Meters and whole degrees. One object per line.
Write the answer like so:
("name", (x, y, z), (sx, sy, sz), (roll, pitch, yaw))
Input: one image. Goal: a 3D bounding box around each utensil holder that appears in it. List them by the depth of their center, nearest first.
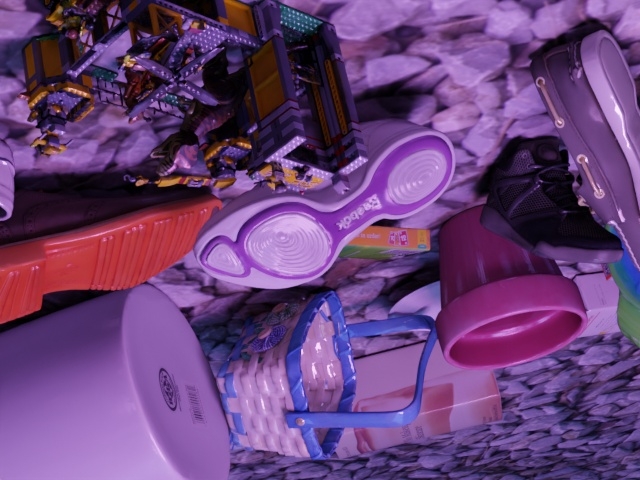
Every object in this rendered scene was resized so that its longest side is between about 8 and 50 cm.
("utensil holder", (-0.360, 0.262, 1.697), (0.385, 0.328, 0.327), (-22, 152, 13))

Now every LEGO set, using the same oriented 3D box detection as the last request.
("LEGO set", (-0.116, -0.111, 1.205), (0.255, 0.192, 0.331), (-29, 149, 29))

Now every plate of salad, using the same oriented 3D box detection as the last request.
("plate of salad", (0.196, 0.086, 1.898), (0.200, 0.048, 0.200), (-12, 156, -6))

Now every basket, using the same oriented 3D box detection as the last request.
("basket", (0.012, 0.190, 1.779), (0.289, 0.255, 0.201), (-3, 114, 14))

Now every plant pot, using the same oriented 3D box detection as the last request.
("plant pot", (0.244, 0.056, 1.712), (0.201, 0.180, 0.201), (-10, 153, -5))

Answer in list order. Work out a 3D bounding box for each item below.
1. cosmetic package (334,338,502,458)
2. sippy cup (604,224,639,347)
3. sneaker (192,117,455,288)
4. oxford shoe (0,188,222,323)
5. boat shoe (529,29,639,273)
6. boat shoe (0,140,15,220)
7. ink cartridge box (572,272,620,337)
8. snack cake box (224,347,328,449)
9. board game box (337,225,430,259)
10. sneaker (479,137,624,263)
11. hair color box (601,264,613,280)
("cosmetic package", (0.151, 0.264, 2.139), (0.296, 0.129, 0.153), (-15, 155, 5))
("sippy cup", (0.537, 0.007, 1.702), (0.305, 0.240, 0.224), (-24, 158, 32))
("sneaker", (-0.003, -0.046, 1.401), (0.305, 0.152, 0.114), (-25, 119, -10))
("oxford shoe", (-0.277, -0.017, 1.423), (0.363, 0.133, 0.130), (-15, 146, -38))
("boat shoe", (0.329, -0.085, 1.413), (0.091, 0.305, 0.109), (-14, -159, 33))
("boat shoe", (-0.441, -0.063, 1.273), (0.267, 0.088, 0.096), (8, 147, -36))
("ink cartridge box", (0.455, 0.102, 2.025), (0.198, 0.067, 0.115), (-7, 153, -16))
("snack cake box", (-0.078, 0.255, 2.065), (0.152, 0.089, 0.264), (-5, 153, -13))
("board game box", (0.000, 0.000, 1.613), (0.259, 0.039, 0.124), (0, 173, -30))
("sneaker", (0.284, -0.049, 1.526), (0.087, 0.227, 0.130), (0, 108, -28))
("hair color box", (0.488, 0.010, 1.885), (0.072, 0.043, 0.141), (0, 150, -24))
